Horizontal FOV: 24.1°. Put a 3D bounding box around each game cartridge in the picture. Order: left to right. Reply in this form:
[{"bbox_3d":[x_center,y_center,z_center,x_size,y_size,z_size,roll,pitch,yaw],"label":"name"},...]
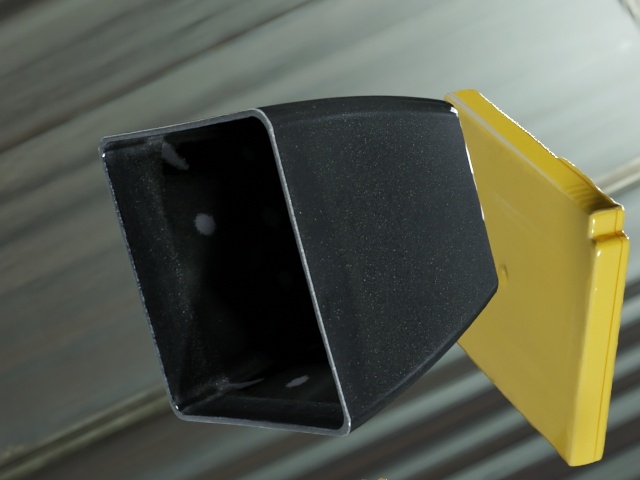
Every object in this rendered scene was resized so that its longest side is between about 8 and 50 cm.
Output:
[{"bbox_3d":[0.211,0.031,1.567,0.324,0.052,0.285,-132,-143,-53],"label":"game cartridge"}]

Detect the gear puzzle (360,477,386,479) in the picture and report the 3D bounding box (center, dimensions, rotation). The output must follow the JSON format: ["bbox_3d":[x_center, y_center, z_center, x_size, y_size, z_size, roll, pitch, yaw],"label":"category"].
[{"bbox_3d":[0.126,0.376,1.764,0.339,0.175,0.044,63,34,-45],"label":"gear puzzle"}]

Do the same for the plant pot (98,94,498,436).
[{"bbox_3d":[0.000,0.000,0.928,0.187,0.167,0.188,-4,-77,53],"label":"plant pot"}]
